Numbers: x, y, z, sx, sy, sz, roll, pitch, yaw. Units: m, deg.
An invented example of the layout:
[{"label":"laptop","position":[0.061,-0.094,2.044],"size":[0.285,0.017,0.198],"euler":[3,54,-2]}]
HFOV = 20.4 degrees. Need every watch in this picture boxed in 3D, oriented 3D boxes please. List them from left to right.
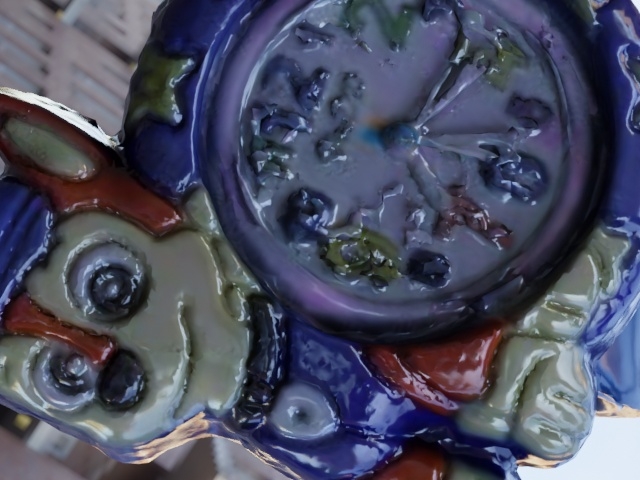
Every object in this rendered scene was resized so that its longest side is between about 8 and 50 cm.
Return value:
[{"label":"watch","position":[0.009,-0.004,0.515],"size":[0.200,0.196,0.171],"euler":[62,47,-82]}]
